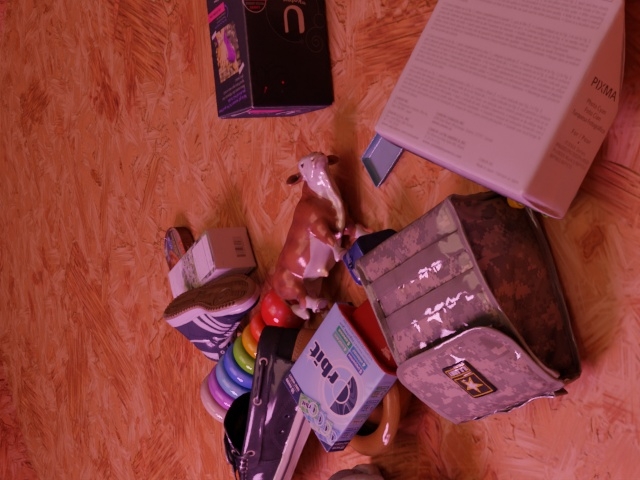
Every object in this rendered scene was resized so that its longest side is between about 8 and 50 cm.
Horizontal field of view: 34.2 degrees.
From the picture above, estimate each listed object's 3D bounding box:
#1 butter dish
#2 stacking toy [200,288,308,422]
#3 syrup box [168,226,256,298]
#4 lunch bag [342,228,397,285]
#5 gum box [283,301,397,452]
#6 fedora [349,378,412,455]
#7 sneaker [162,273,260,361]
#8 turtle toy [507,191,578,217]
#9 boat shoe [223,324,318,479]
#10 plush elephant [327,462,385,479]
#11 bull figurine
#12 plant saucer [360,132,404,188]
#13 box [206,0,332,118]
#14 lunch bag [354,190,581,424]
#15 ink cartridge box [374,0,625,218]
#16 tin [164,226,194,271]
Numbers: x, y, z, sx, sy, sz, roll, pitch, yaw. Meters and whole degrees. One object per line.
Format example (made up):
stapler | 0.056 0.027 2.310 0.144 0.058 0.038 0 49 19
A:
butter dish | 0.134 0.128 1.580 0.118 0.160 0.160 -52 47 19
stacking toy | -0.117 0.209 2.008 0.141 0.141 0.330 58 135 35
syrup box | -0.231 0.064 2.187 0.237 0.096 0.093 -44 56 53
lunch bag | 0.085 0.031 1.661 0.067 0.098 0.065 63 146 22
gum box | 0.031 0.218 1.664 0.157 0.041 0.184 54 124 35
fedora | 0.091 0.258 1.707 0.194 0.079 0.194 13 106 56
sneaker | -0.183 0.162 2.089 0.282 0.099 0.153 -16 123 47
turtle toy | 0.290 -0.094 1.333 0.095 0.066 0.130 3 97 57
boat shoe | -0.104 0.357 1.916 0.187 0.156 0.500 -70 -1 -61
plush elephant | 0.079 0.495 1.619 0.255 0.330 0.272 -10 79 40
bull figurine | 0.000 0.000 1.792 0.188 0.101 0.310 49 134 41
plant saucer | 0.120 -0.168 1.648 0.067 0.018 0.192 65 145 29
box | -0.092 -0.356 1.819 0.143 0.165 0.270 -3 93 59
lunch bag | 0.205 0.103 1.418 0.235 0.169 0.287 -36 72 51
ink cartridge box | 0.263 -0.254 1.312 0.308 0.091 0.385 33 97 52
tin | -0.309 0.055 2.372 0.106 0.040 0.190 -56 49 52
